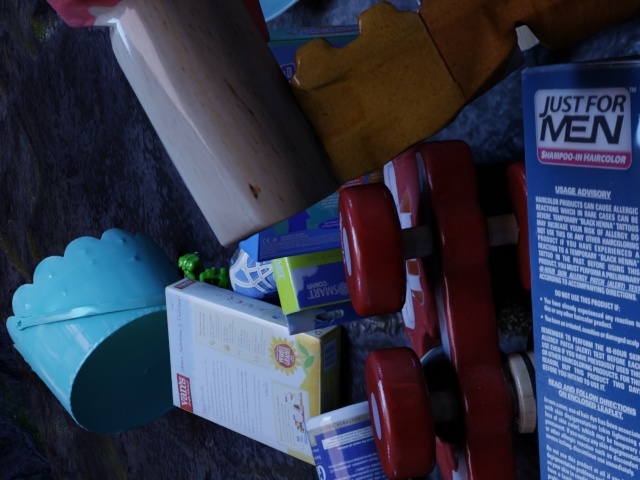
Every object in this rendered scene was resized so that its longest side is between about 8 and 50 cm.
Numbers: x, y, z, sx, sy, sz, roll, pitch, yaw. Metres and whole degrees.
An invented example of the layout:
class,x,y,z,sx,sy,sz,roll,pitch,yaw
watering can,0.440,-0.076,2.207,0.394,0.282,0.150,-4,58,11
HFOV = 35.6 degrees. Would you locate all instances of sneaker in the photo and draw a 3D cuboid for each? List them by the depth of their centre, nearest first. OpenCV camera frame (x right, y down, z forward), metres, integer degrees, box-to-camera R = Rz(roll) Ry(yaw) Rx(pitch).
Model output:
class,x,y,z,sx,sy,sz,roll,pitch,yaw
sneaker,-0.052,0.030,1.175,0.211,0.080,0.081,113,141,-48

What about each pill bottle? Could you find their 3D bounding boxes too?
class,x,y,z,sx,sy,sz,roll,pitch,yaw
pill bottle,0.049,0.257,1.039,0.094,0.094,0.169,-37,66,60

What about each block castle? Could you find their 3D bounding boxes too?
class,x,y,z,sx,sy,sz,roll,pitch,yaw
block castle,0.029,-0.171,0.549,0.212,0.303,0.453,61,-178,-5

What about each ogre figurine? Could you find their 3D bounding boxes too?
class,x,y,z,sx,sy,sz,roll,pitch,yaw
ogre figurine,-0.122,0.114,1.311,0.197,0.097,0.118,31,144,3

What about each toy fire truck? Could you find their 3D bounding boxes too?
class,x,y,z,sx,sy,sz,roll,pitch,yaw
toy fire truck,0.108,0.063,0.829,0.254,0.169,0.302,173,88,-87

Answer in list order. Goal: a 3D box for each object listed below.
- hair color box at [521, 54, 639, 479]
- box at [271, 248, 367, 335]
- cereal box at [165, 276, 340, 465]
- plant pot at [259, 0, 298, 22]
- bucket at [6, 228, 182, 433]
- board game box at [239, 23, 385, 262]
class,x,y,z,sx,sy,sz,roll,pitch,yaw
hair color box,0.220,0.067,0.567,0.105,0.174,0.347,15,112,62
box,0.000,0.000,1.034,0.042,0.109,0.178,-24,78,60
cereal box,-0.084,0.155,1.210,0.240,0.047,0.173,16,118,33
plant pot,-0.130,-0.382,1.016,0.195,0.290,0.290,-97,18,-47
bucket,-0.303,0.139,1.495,0.183,0.281,0.281,44,137,36
board game box,0.004,-0.094,0.942,0.047,0.160,0.210,37,130,54
